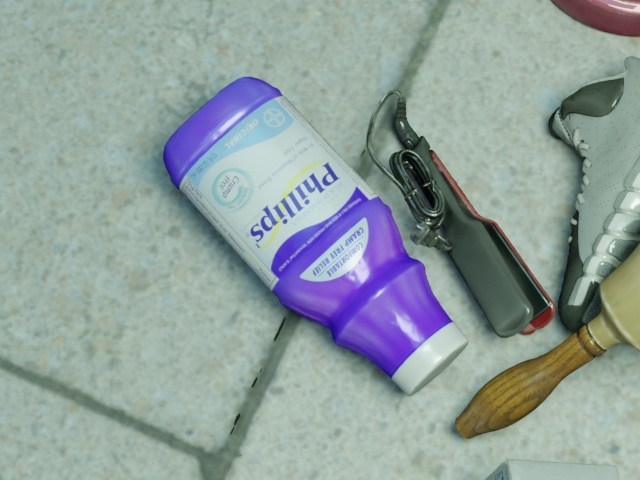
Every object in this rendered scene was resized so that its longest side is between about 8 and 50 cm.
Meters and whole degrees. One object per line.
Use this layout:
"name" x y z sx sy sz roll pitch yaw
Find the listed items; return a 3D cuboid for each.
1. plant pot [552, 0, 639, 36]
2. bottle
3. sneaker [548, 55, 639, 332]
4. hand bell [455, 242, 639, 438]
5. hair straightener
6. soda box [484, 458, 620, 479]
"plant pot" 0.272 -0.290 1.269 0.201 0.180 0.201 0 76 1
"bottle" 0.000 0.000 1.251 0.118 0.092 0.283 -41 78 -3
"sneaker" 0.228 -0.045 1.272 0.132 0.086 0.228 32 97 38
"hand bell" 0.201 0.081 1.191 0.242 0.126 0.126 -37 75 23
"hair straightener" 0.104 -0.024 1.254 0.047 0.089 0.230 -36 75 29
"soda box" 0.178 0.305 1.114 0.098 0.091 0.286 6 56 -21
